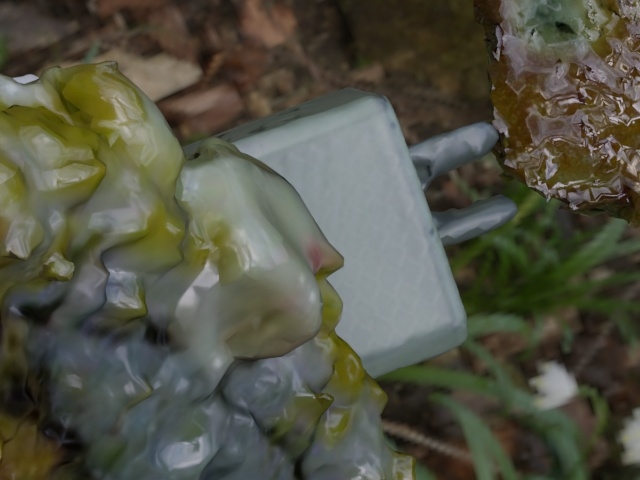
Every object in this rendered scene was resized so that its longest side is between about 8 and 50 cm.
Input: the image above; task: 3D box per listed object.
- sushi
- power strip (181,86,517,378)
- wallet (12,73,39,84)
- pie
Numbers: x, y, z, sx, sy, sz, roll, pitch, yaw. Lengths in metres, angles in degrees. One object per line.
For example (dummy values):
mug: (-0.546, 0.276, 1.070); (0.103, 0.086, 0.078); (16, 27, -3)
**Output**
sushi: (-0.157, 0.103, 0.735); (0.396, 0.240, 0.351); (44, 68, -50)
power strip: (0.000, 0.000, 1.013); (0.140, 0.224, 0.139); (-139, -151, -83)
wallet: (-0.218, -0.039, 1.080); (0.183, 0.032, 0.124); (-13, 54, -25)
pie: (0.241, -0.157, 1.096); (0.103, 0.355, 0.288); (-138, -154, -89)
